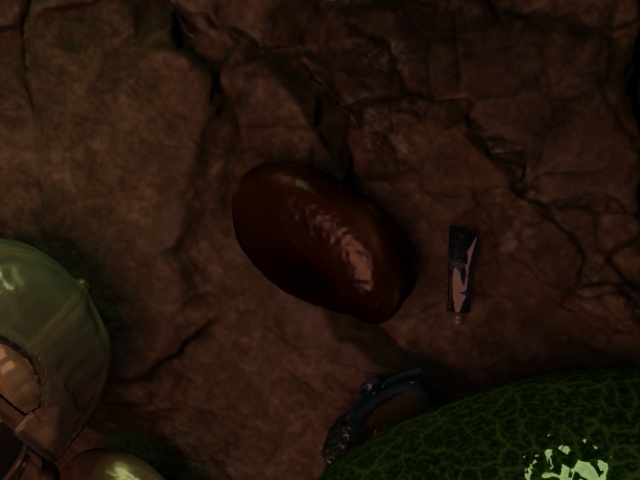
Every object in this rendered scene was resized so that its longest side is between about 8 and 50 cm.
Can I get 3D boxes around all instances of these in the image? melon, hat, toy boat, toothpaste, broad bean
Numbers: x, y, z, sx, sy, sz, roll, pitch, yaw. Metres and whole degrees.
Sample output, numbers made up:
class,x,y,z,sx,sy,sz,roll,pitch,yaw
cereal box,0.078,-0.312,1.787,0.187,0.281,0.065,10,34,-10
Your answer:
class,x,y,z,sx,sy,sz,roll,pitch,yaw
melon,0.208,0.234,0.725,0.343,0.331,0.226,-37,136,6
hat,-0.299,0.102,0.911,0.275,0.161,0.232,-25,98,45
toy boat,0.046,0.211,0.856,0.109,0.098,0.238,18,108,8
toothpaste,0.114,0.030,0.830,0.027,0.019,0.083,14,108,38
broad bean,0.000,0.000,0.822,0.165,0.084,0.114,22,112,17

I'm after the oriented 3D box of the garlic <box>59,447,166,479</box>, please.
class,x,y,z,sx,sy,sz,roll,pitch,yaw
garlic,-0.147,0.311,0.938,0.228,0.110,0.217,34,123,17
